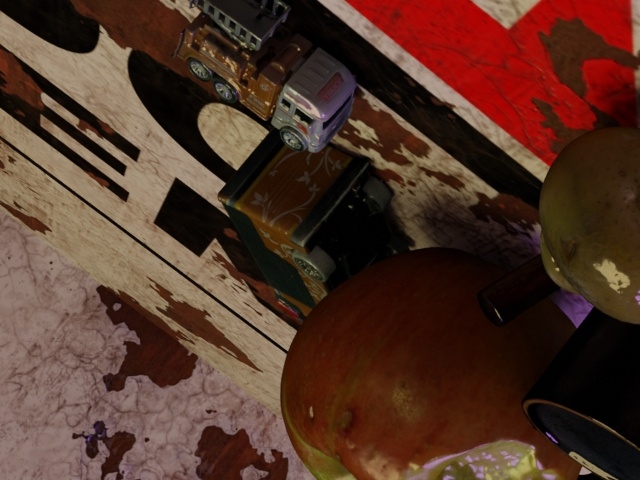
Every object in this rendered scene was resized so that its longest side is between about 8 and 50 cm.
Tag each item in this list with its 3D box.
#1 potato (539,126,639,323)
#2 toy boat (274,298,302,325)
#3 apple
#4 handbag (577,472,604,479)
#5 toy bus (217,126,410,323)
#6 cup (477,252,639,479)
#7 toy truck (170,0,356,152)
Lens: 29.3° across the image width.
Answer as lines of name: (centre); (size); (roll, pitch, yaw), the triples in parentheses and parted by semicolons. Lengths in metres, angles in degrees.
potato: (0.234, -0.006, 0.947); (0.157, 0.157, 0.194); (36, 166, 0)
toy boat: (0.045, 0.159, 1.851); (0.136, 0.079, 0.392); (29, 165, 40)
apple: (0.131, 0.172, 1.319); (0.339, 0.339, 0.339); (33, 164, 11)
handbag: (0.489, 0.338, 1.463); (0.329, 0.122, 0.303); (36, 164, -4)
toy bus: (0.000, 0.000, 1.475); (0.167, 0.138, 0.275); (29, 161, 30)
cup: (0.275, 0.100, 1.111); (0.239, 0.177, 0.166); (41, 164, -18)
toy truck: (-0.047, -0.174, 1.184); (0.178, 0.080, 0.115); (37, 155, 4)
